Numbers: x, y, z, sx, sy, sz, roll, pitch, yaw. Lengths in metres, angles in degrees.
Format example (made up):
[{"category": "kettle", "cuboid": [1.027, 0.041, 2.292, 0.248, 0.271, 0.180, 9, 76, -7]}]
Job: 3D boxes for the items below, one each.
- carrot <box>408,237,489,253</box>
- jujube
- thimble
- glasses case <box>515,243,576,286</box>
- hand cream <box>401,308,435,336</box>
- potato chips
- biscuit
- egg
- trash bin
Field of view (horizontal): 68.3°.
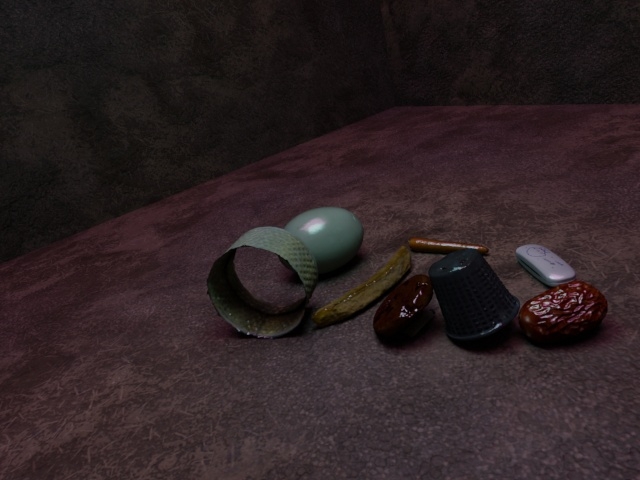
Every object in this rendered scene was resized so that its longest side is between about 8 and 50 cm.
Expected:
[{"category": "carrot", "cuboid": [0.381, 0.019, 1.424, 0.247, 0.043, 0.043, 5, 30, 33]}, {"category": "jujube", "cuboid": [0.510, 0.154, 0.999, 0.176, 0.109, 0.112, -23, -11, -2]}, {"category": "thimble", "cuboid": [-0.143, 0.105, 1.241, 0.270, 0.271, 0.150, -6, 22, 17]}, {"category": "glasses case", "cuboid": [0.577, 0.062, 1.217, 0.076, 0.050, 0.197, -14, 24, -1]}, {"category": "hand cream", "cuboid": [0.240, 0.199, 1.138, 0.102, 0.022, 0.035, -35, 32, -28]}, {"category": "potato chips", "cuboid": [0.143, 0.124, 1.300, 0.407, 0.057, 0.080, -33, 17, -35]}, {"category": "biscuit", "cuboid": [0.196, 0.157, 1.129, 0.192, 0.049, 0.192, -43, 4, 3]}, {"category": "egg", "cuboid": [0.000, 0.000, 1.464, 0.282, 0.203, 0.203, -23, 26, -11]}, {"category": "trash bin", "cuboid": [0.329, 0.108, 1.052, 0.175, 0.161, 0.175, -28, 10, 5]}]
